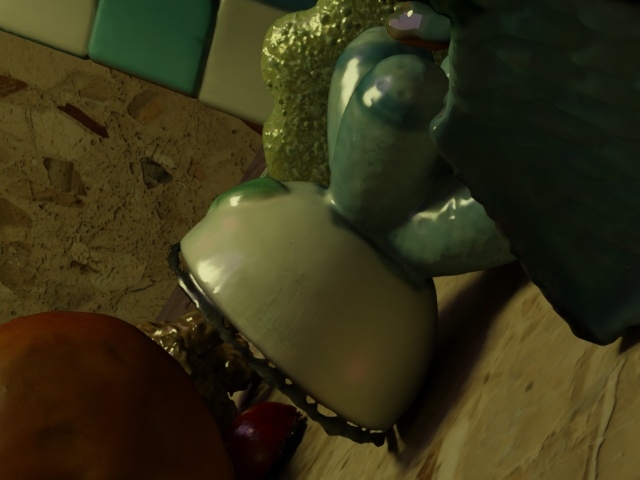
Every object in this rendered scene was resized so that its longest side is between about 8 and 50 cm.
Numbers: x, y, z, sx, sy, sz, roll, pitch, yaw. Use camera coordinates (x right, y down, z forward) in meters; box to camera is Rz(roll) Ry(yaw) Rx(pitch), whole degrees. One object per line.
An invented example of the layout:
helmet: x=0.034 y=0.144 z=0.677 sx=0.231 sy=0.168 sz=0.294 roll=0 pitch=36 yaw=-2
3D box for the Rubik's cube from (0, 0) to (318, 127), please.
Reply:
Rubik's cube: x=-0.069 y=-0.335 z=1.664 sx=0.344 sy=0.347 sz=0.347 roll=-43 pitch=-30 yaw=-66

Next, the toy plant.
toy plant: x=0.068 y=-0.036 z=1.329 sx=0.332 sy=0.247 sz=0.247 roll=-49 pitch=10 yaw=9

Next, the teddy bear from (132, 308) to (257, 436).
teddy bear: x=-0.142 y=0.180 z=1.889 sx=0.222 sy=0.296 sz=0.246 roll=28 pitch=91 yaw=39

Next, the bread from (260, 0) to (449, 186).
bread: x=0.060 y=-0.144 z=1.465 sx=0.287 sy=0.207 sz=0.056 roll=-22 pitch=11 yaw=21

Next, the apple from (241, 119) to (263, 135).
apple: x=0.026 y=-0.299 z=2.031 sx=0.400 sy=0.334 sz=0.400 roll=-54 pitch=10 yaw=14

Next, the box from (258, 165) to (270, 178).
box: x=0.000 y=0.000 z=1.711 sx=0.226 sy=0.149 sz=0.226 roll=-55 pitch=9 yaw=13

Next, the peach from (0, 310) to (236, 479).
peach: x=-0.232 y=0.234 z=1.574 sx=0.302 sy=0.342 sz=0.343 roll=-33 pitch=-4 yaw=-28

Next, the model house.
model house: x=0.188 y=-0.157 z=1.004 sx=0.339 sy=0.297 sz=0.360 roll=81 pitch=-150 yaw=-53

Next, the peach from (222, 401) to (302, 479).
peach: x=-0.063 y=0.194 z=1.661 sx=0.098 sy=0.061 sz=0.098 roll=-61 pitch=3 yaw=5
